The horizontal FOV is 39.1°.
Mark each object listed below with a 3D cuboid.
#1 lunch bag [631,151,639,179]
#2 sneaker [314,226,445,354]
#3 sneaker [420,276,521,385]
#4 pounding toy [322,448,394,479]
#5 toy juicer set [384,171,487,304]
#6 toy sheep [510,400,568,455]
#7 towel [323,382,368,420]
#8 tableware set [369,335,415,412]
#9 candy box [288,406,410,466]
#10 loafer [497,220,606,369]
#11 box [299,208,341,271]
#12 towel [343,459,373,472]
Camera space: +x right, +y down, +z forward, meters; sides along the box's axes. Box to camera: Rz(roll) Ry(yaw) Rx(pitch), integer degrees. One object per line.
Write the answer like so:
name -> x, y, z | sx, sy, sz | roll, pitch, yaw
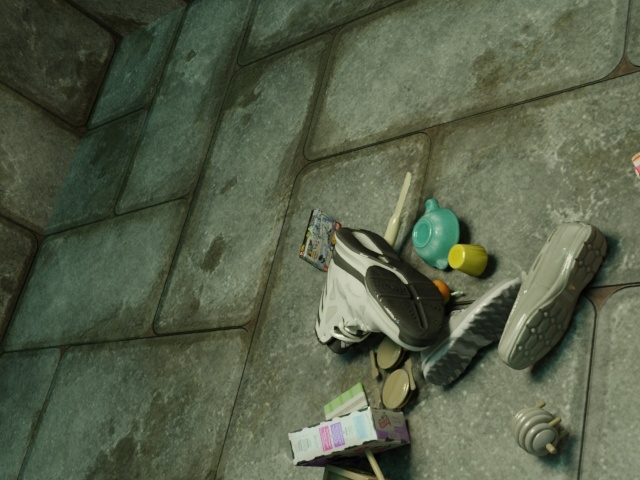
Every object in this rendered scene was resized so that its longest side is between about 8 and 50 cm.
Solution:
lunch bag -> 0.634, -0.045, 1.489 | 0.120, 0.258, 0.293 | -40, 40, 21
sneaker -> 0.121, 0.174, 1.980 | 0.447, 0.169, 0.258 | -125, 46, -58
sneaker -> 0.301, 0.164, 1.839 | 0.281, 0.105, 0.115 | -43, 33, 13
pounding toy -> 0.103, 0.508, 1.800 | 0.206, 0.094, 0.181 | 4, 80, 49
toy juicer set -> 0.242, 0.020, 2.040 | 0.209, 0.089, 0.329 | -60, 37, 25
toy sheep -> 0.391, 0.344, 1.623 | 0.091, 0.091, 0.132 | -53, 19, 5
towel -> 0.066, 0.400, 1.994 | 0.113, 0.023, 0.152 | -35, 37, 17
tableware set -> 0.168, 0.284, 1.957 | 0.128, 0.039, 0.194 | -47, 31, 32
candy box -> 0.061, 0.406, 1.847 | 0.196, 0.165, 0.070 | -23, 66, 23
loafer -> 0.433, 0.103, 1.740 | 0.319, 0.112, 0.111 | -55, 31, -10
box -> 0.000, 0.000, 2.303 | 0.027, 0.094, 0.137 | -9, 57, 45
towel -> 0.075, 0.495, 1.927 | 0.083, 0.009, 0.060 | 17, 78, 53
